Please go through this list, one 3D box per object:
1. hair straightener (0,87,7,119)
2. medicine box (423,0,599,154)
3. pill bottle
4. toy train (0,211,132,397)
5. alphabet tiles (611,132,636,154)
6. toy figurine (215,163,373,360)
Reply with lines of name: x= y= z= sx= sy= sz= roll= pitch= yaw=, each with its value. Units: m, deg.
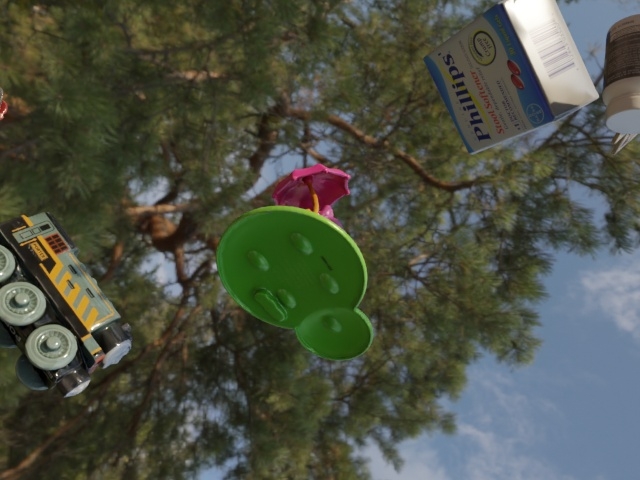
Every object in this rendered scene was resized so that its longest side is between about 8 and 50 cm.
hair straightener: x=-0.591 y=-0.245 z=0.859 sx=0.089 sy=0.231 sz=0.047 roll=138 pitch=-34 yaw=-60
medicine box: x=0.408 y=-0.363 z=1.290 sx=0.263 sy=0.149 sz=0.289 roll=63 pitch=-22 yaw=-5
pill bottle: x=0.409 y=-0.214 z=0.756 sx=0.078 sy=0.078 sz=0.137 roll=-9 pitch=-115 yaw=51
toy train: x=-0.473 y=0.103 z=1.007 sx=0.334 sy=0.190 sz=0.142 roll=50 pitch=-46 yaw=6
alphabet tiles: x=0.632 y=-0.317 z=1.034 sx=0.011 sy=0.285 sz=0.342 roll=40 pitch=-33 yaw=25
toy figurine: x=0.000 y=0.000 z=0.560 sx=0.130 sy=0.173 sz=0.159 roll=-23 pitch=-153 yaw=26
